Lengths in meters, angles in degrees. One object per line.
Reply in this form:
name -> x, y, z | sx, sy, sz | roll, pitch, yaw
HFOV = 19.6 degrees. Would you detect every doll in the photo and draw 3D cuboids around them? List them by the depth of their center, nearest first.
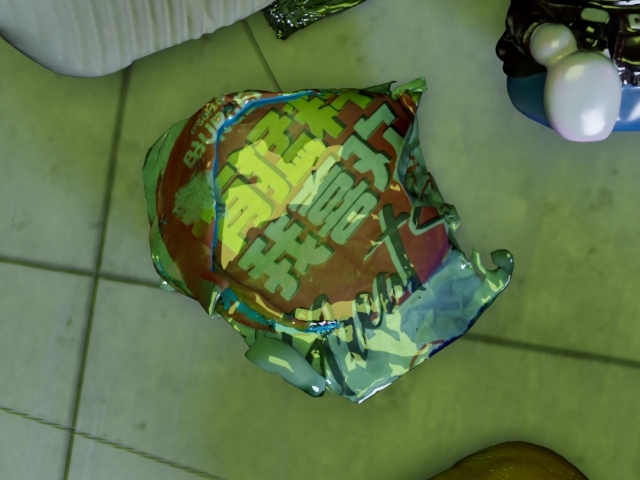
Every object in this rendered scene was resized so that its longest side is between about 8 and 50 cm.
doll -> 0.225, -0.248, 1.428 | 0.284, 0.240, 0.310 | -11, 109, -35

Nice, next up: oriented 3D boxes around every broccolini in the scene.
broccolini -> 0.052, -0.228, 1.534 | 0.216, 0.058, 0.067 | -21, 130, -3

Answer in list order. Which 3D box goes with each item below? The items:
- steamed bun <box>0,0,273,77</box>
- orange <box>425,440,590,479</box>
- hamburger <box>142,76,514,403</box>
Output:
steamed bun -> -0.121, -0.311, 1.429 | 0.383, 0.247, 0.236 | -26, 65, 10
orange -> 0.126, 0.269, 1.484 | 0.237, 0.158, 0.179 | -22, 93, 4
hamburger -> -0.003, 0.007, 1.506 | 0.260, 0.150, 0.276 | -21, 75, -13
